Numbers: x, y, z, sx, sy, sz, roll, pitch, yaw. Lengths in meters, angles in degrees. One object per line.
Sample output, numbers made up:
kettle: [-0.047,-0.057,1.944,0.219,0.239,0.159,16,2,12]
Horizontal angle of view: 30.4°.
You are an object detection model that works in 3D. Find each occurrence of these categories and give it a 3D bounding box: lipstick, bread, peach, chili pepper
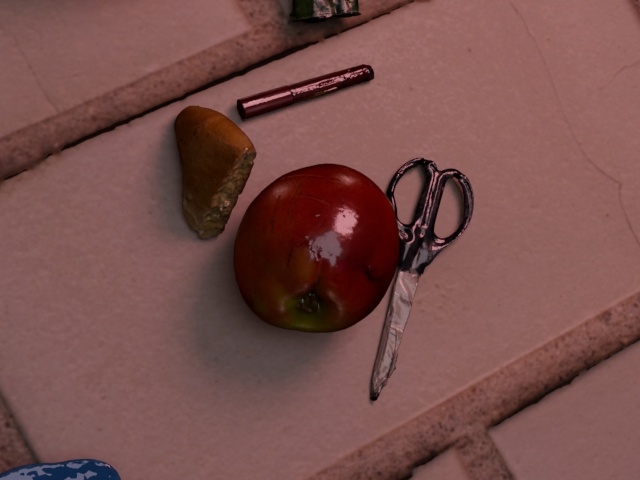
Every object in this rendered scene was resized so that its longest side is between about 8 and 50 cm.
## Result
lipstick: [-0.016,-0.180,1.403,0.176,0.027,0.027,-19,87,-20]
bread: [-0.115,-0.086,1.301,0.054,0.136,0.154,-10,87,-35]
peach: [0.000,0.000,1.302,0.197,0.197,0.197,3,80,-16]
chili pepper: [-0.004,-0.374,1.397,0.088,0.059,0.227,-8,96,-16]

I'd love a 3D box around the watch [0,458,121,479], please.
watch: [-0.225,0.332,1.124,0.305,0.274,0.241,1,80,-11]

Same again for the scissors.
scissors: [0.104,0.046,1.402,0.109,0.022,0.300,19,76,-9]
